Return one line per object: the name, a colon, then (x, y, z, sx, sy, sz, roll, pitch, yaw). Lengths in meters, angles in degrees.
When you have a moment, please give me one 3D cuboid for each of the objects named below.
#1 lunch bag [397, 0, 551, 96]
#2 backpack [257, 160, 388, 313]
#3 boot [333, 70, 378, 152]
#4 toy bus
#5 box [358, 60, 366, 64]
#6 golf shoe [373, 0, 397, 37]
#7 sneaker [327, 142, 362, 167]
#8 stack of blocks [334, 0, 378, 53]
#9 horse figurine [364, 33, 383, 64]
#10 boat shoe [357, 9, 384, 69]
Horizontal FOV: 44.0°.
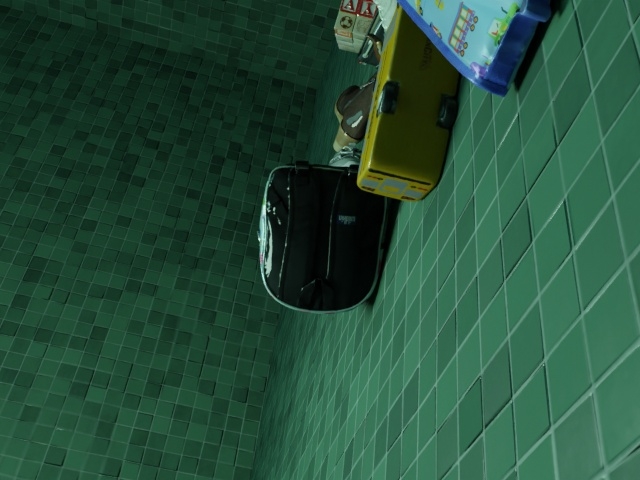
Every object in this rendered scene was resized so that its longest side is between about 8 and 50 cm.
lunch bag: (0.193, -0.318, 0.886, 0.293, 0.138, 0.221, -100, 25, -51)
backpack: (0.000, 0.000, 1.393, 0.191, 0.225, 0.254, 143, 131, -85)
boot: (0.111, -0.342, 1.906, 0.207, 0.090, 0.248, -51, 19, 44)
toy bus: (0.141, -0.237, 1.170, 0.130, 0.108, 0.333, 120, 162, -74)
box: (0.140, -0.587, 2.276, 0.094, 0.027, 0.137, 120, 162, -71)
golf shoe: (0.145, -0.437, 1.429, 0.306, 0.140, 0.115, 110, 170, -52)
sneaker: (0.056, -0.169, 1.775, 0.281, 0.105, 0.115, -176, 99, -84)
stack of blocks: (0.107, -0.558, 1.985, 0.297, 0.087, 0.171, 20, -94, -85)
horse figurine: (0.129, -0.264, 1.407, 0.175, 0.066, 0.263, 78, -176, -47)
boat shoe: (0.157, -0.500, 1.652, 0.114, 0.091, 0.303, -85, 11, -63)
